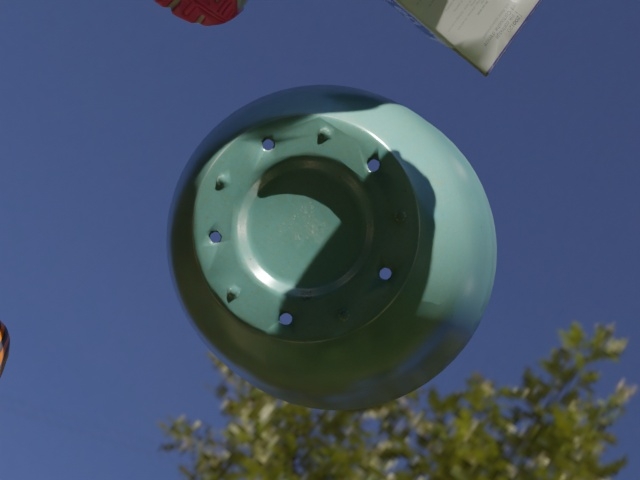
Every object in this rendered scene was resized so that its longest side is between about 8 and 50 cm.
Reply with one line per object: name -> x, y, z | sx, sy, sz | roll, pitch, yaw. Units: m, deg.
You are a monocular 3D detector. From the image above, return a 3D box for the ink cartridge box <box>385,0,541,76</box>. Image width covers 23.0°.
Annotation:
ink cartridge box -> 0.139, -0.294, 1.477 | 0.208, 0.206, 0.045 | 36, 2, -30

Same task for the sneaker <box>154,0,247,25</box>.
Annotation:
sneaker -> -0.113, -0.295, 1.252 | 0.103, 0.111, 0.252 | -19, -83, 38

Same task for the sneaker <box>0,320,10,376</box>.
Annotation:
sneaker -> -0.274, 0.198, 1.201 | 0.180, 0.321, 0.124 | 11, -36, 17

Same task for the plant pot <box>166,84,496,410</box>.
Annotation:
plant pot -> 0.000, 0.000, 1.333 | 0.293, 0.235, 0.293 | -1, -95, 7
